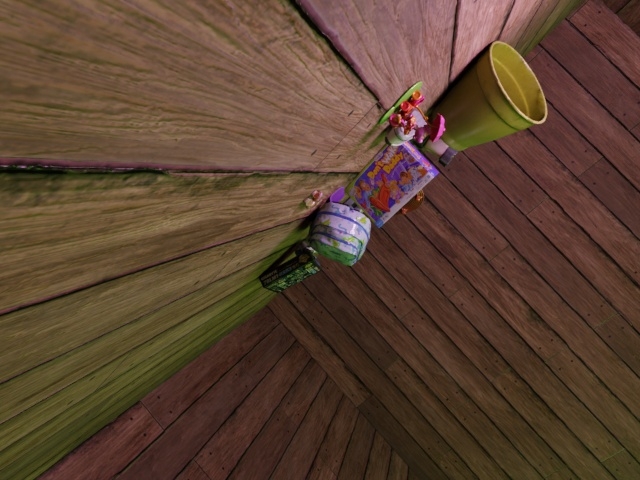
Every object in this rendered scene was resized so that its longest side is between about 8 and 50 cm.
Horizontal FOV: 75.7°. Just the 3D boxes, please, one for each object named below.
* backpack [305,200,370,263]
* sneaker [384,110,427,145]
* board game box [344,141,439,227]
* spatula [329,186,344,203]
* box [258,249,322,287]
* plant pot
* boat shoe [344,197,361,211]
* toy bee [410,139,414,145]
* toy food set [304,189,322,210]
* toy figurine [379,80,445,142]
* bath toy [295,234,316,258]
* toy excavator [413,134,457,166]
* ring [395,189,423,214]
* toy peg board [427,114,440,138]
[{"bbox_3d":[0.082,-0.027,1.759,0.273,0.290,0.356,-61,179,-30],"label":"backpack"},{"bbox_3d":[0.307,-0.404,1.487,0.091,0.094,0.258,-23,-175,40],"label":"sneaker"},{"bbox_3d":[0.293,-0.250,1.761,0.347,0.233,0.078,-47,174,39],"label":"board game box"},{"bbox_3d":[0.059,-0.163,1.836,0.084,0.030,0.296,-42,175,-14],"label":"spatula"},{"bbox_3d":[-0.150,0.174,2.193,0.293,0.073,0.295,-29,164,2],"label":"box"},{"bbox_3d":[0.680,-0.566,1.740,0.366,0.367,0.353,-39,-174,-40],"label":"plant pot"},{"bbox_3d":[0.255,-0.230,2.246,0.367,0.136,0.156,-41,176,24],"label":"boat shoe"},{"bbox_3d":[0.402,-0.359,2.068,0.162,0.299,0.195,-4,163,23],"label":"toy bee"},{"bbox_3d":[-0.024,-0.143,1.401,0.078,0.019,0.122,-43,168,-5],"label":"toy food set"},{"bbox_3d":[0.290,-0.355,1.227,0.173,0.159,0.130,-42,175,-4],"label":"toy figurine"},{"bbox_3d":[0.000,0.000,2.237,0.151,0.129,0.348,-38,173,-44],"label":"bath toy"},{"bbox_3d":[0.735,-0.643,2.237,0.445,0.222,0.433,-53,174,15],"label":"toy excavator"},{"bbox_3d":[0.337,-0.216,2.032,0.336,0.336,0.032,130,-24,-58],"label":"ring"},{"bbox_3d":[0.593,-0.540,1.989,0.160,0.161,0.079,-41,160,-23],"label":"toy peg board"}]
